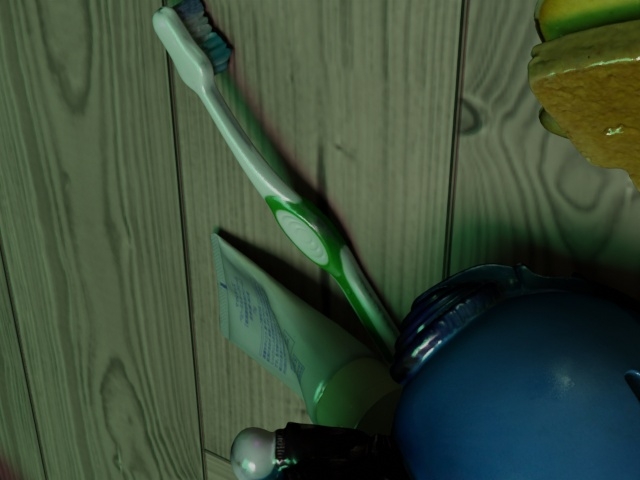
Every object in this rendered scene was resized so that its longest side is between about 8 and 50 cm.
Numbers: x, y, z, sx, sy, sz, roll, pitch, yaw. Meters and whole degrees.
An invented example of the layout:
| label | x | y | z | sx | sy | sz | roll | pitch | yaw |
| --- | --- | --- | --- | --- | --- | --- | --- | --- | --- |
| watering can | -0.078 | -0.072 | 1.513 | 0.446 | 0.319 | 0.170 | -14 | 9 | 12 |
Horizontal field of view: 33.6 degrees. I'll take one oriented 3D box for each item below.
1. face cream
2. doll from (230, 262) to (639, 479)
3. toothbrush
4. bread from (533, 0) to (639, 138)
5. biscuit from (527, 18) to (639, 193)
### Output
| label | x | y | z | sx | sy | sz | roll | pitch | yaw |
| --- | --- | --- | --- | --- | --- | --- | --- | --- | --- |
| face cream | -0.019 | 0.085 | 0.848 | 0.224 | 0.070 | 0.114 | 37 | 141 | 41 |
| doll | 0.115 | 0.165 | 0.655 | 0.240 | 0.310 | 0.284 | 85 | 159 | -71 |
| toothbrush | -0.003 | 0.003 | 0.807 | 0.042 | 0.040 | 0.418 | -20 | 104 | 53 |
| bread | 0.173 | -0.112 | 0.549 | 0.149 | 0.065 | 0.187 | 16 | 157 | -17 |
| biscuit | 0.216 | -0.058 | 0.524 | 0.238 | 0.041 | 0.212 | 18 | 158 | -5 |
